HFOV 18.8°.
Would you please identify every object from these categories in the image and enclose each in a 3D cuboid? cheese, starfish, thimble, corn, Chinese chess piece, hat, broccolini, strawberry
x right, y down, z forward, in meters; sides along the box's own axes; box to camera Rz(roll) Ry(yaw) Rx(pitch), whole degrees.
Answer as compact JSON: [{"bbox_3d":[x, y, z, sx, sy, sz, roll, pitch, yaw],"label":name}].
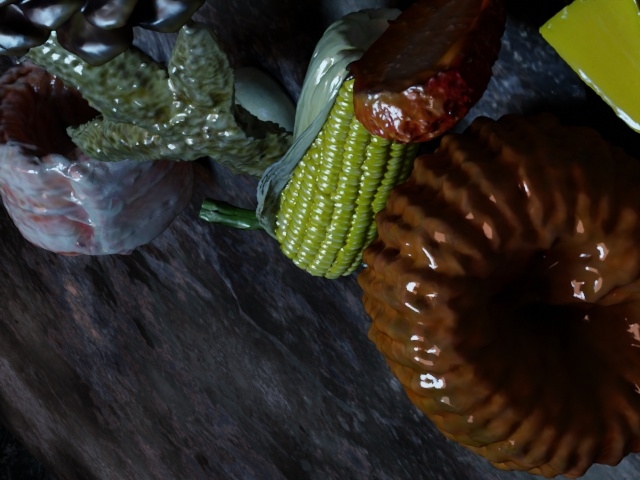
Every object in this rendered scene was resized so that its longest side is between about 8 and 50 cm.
[{"bbox_3d":[0.254,-0.119,1.323,0.171,0.093,0.126,55,155,-2],"label":"cheese"},{"bbox_3d":[-0.153,-0.111,1.863,0.324,0.082,0.432,5,162,23],"label":"starfish"},{"bbox_3d":[-0.270,-0.103,2.240,0.239,0.239,0.162,38,152,36],"label":"thimble"},{"bbox_3d":[0.026,-0.084,1.749,0.122,0.123,0.305,26,140,4],"label":"corn"},{"bbox_3d":[-0.067,-0.124,2.025,0.122,0.051,0.122,43,155,26],"label":"Chinese chess piece"},{"bbox_3d":[0.156,0.001,1.588,0.400,0.285,0.285,-112,-3,-66],"label":"hat"},{"bbox_3d":[-0.002,0.005,1.915,0.254,0.057,0.071,9,127,14],"label":"broccolini"},{"bbox_3d":[0.101,-0.140,1.502,0.121,0.188,0.082,-6,124,40],"label":"strawberry"}]

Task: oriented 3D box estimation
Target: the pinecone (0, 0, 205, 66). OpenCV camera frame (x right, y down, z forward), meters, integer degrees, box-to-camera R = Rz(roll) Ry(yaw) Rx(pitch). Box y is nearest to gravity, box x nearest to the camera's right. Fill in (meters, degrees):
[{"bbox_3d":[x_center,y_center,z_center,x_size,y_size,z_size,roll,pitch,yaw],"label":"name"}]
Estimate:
[{"bbox_3d":[-0.214,-0.356,1.577,0.398,0.398,0.397,44,156,26],"label":"pinecone"}]
